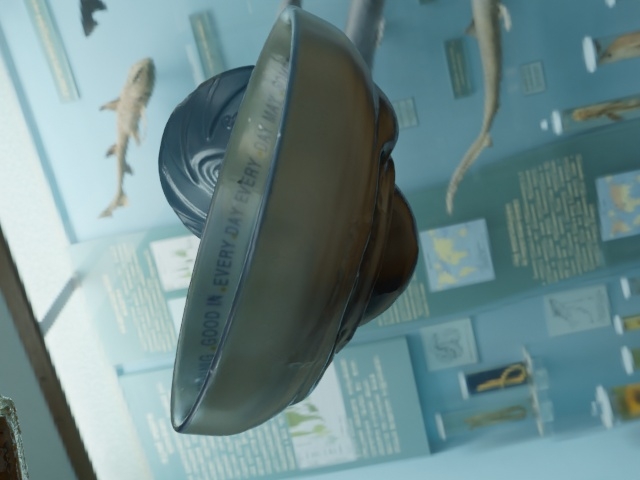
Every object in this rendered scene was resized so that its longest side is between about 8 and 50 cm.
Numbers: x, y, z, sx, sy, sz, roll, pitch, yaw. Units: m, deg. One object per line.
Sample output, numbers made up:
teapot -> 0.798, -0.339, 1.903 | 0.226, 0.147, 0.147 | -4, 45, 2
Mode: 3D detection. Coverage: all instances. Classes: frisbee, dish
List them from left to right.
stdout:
frisbee -> -0.070, -0.087, 1.070 | 0.049, 0.290, 0.289 | -92, -12, -59
dish -> 0.000, 0.000, 0.531 | 0.273, 0.134, 0.273 | -166, 90, -78

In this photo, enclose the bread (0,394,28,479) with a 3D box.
bread -> -0.565, 0.396, 1.133 | 0.143, 0.324, 0.333 | -130, 34, -73
